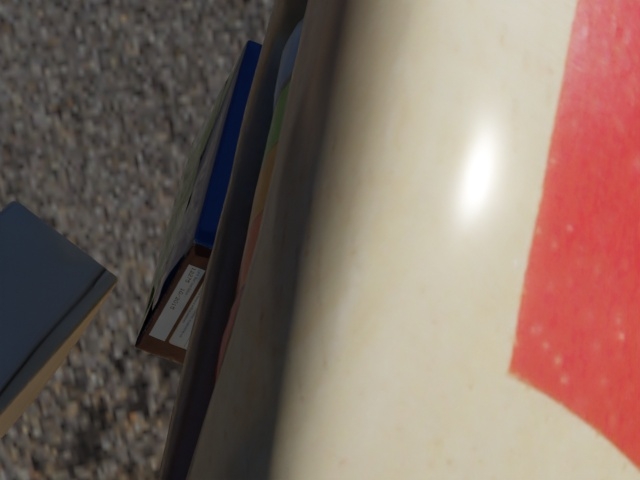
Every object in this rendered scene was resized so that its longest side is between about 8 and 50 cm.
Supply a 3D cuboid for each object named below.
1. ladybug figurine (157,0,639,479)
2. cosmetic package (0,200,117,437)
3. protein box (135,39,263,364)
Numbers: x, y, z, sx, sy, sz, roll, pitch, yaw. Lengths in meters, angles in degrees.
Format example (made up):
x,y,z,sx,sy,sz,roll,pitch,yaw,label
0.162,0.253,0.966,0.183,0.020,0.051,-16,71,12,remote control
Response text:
x,y,z,sx,sy,sz,roll,pitch,yaw,label
0.050,0.004,0.635,0.162,0.305,0.449,15,57,-6,ladybug figurine
-0.289,0.117,1.395,0.113,0.160,0.309,37,35,-2,cosmetic package
0.000,0.000,1.343,0.201,0.136,0.200,21,49,-11,protein box
